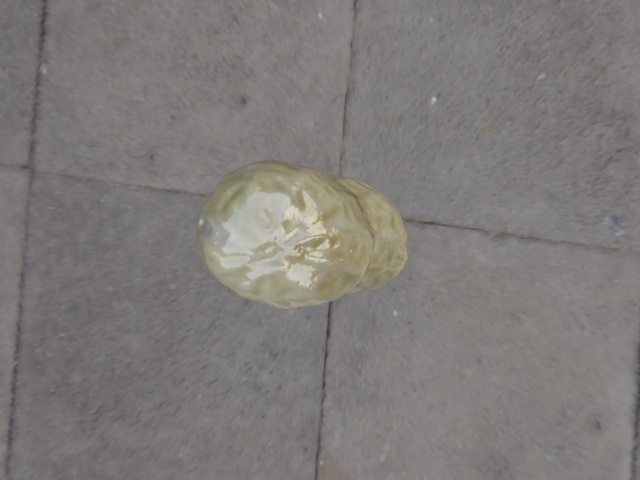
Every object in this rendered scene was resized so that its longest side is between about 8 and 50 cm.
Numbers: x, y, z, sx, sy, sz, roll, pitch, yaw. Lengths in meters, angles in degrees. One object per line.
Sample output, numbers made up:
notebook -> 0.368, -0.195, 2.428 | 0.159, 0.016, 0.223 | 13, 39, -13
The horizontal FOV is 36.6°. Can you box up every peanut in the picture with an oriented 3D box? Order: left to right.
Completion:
peanut -> 0.000, 0.000, 0.815 | 0.123, 0.256, 0.124 | -2, 85, 30
